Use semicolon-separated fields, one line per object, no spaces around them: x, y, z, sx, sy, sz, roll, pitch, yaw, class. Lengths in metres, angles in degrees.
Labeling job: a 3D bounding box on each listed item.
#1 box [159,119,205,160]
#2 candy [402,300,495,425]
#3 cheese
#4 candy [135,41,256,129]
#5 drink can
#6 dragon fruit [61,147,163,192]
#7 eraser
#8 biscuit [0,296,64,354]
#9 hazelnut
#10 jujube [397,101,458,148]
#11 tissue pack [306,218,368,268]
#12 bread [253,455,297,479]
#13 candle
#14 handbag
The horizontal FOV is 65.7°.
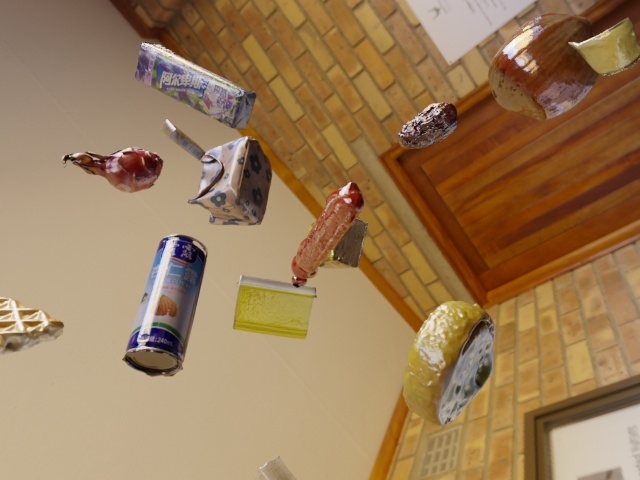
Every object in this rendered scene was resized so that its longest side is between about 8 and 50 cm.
-0.267;-0.195;0.964;0.083;0.024;0.053;36;-174;-47;box
0.268;0.250;1.017;0.260;0.118;0.259;-26;-56;-45;candy
0.388;-0.261;0.687;0.041;0.084;0.060;-50;-63;-19;cheese
-0.282;-0.344;1.100;0.312;0.088;0.061;30;-154;19;candy
-0.261;0.107;0.858;0.097;0.097;0.235;36;-139;-34;drink can
-0.415;-0.141;1.001;0.191;0.094;0.094;-3;-121;-23;dragon fruit
-0.135;0.192;1.410;0.226;0.158;0.069;10;-154;-5;eraser
-0.521;0.127;0.642;0.205;0.040;0.309;21;-163;15;biscuit
0.445;-0.355;1.011;0.210;0.186;0.210;163;90;-82;hazelnut
0.285;-0.301;1.314;0.104;0.166;0.104;43;-146;-39;jujube
0.031;0.006;1.208;0.082;0.169;0.120;19;-101;-23;tissue pack
-0.104;0.637;1.248;0.077;0.105;0.152;-11;-134;-44;bread
0.000;0.000;0.732;0.048;0.329;0.051;-32;-100;-23;candle
-0.270;-0.170;1.508;0.190;0.193;0.251;58;-148;-54;handbag
